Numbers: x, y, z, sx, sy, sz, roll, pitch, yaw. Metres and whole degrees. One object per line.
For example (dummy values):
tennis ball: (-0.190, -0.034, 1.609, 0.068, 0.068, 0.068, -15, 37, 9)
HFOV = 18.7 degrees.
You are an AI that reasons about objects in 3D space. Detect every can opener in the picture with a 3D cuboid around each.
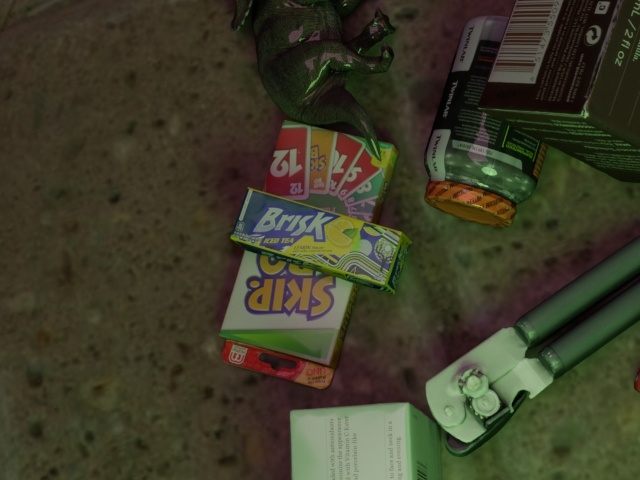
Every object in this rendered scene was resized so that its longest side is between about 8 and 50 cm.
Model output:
can opener: (0.221, 0.099, 1.880, 0.280, 0.093, 0.074, -36, 72, -4)

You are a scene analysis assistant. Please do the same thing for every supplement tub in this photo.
supplement tub: (0.172, -0.116, 1.919, 0.117, 0.117, 0.190, 15, 81, 18)

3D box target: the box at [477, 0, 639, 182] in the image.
box: (0.292, -0.160, 1.821, 0.167, 0.203, 0.168, 9, 79, 59)

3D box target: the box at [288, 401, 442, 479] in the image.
box: (0.047, 0.255, 1.832, 0.119, 0.182, 0.181, -5, 76, 12)

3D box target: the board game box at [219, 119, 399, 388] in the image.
board game box: (-0.015, 0.014, 1.985, 0.124, 0.039, 0.259, 14, 84, 18)

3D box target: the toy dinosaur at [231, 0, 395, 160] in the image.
toy dinosaur: (-0.010, -0.201, 2.007, 0.160, 0.121, 0.313, -30, 76, 19)

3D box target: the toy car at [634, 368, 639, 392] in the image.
toy car: (0.432, 0.178, 1.813, 0.225, 0.053, 0.239, -24, 72, 9)

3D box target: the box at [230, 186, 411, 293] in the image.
box: (0.000, 0.000, 1.937, 0.169, 0.054, 0.059, 16, 81, 17)
